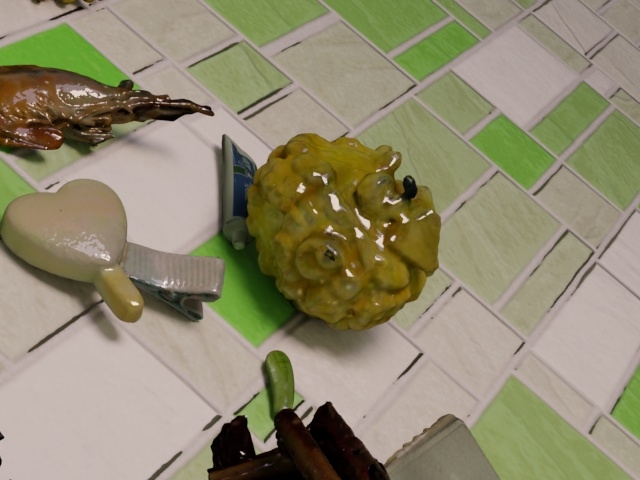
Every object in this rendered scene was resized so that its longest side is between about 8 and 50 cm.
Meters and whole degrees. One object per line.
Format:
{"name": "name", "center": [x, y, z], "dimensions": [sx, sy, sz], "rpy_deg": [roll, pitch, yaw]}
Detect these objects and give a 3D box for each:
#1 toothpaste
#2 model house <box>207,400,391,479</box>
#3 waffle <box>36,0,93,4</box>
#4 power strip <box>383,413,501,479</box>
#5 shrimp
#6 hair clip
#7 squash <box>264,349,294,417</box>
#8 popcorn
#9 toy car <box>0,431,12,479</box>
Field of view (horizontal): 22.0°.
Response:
{"name": "toothpaste", "center": [-0.088, -0.050, 1.793], "dimensions": [0.057, 0.035, 0.197], "rpy_deg": [41, 24, -26]}
{"name": "model house", "center": [-0.067, 0.268, 1.166], "dimensions": [0.283, 0.297, 0.317], "rpy_deg": [-24, 62, -8]}
{"name": "waffle", "center": [-0.329, -0.356, 1.926], "dimensions": [0.197, 0.070, 0.193], "rpy_deg": [3, 43, -44]}
{"name": "power strip", "center": [0.123, 0.284, 1.519], "dimensions": [0.213, 0.064, 0.198], "rpy_deg": [57, 31, 6]}
{"name": "shrimp", "center": [-0.238, -0.119, 1.702], "dimensions": [0.262, 0.066, 0.117], "rpy_deg": [8, 53, -19]}
{"name": "hair clip", "center": [-0.196, 0.019, 1.553], "dimensions": [0.219, 0.071, 0.159], "rpy_deg": [20, 36, -20]}
{"name": "squash", "center": [-0.038, 0.139, 1.590], "dimensions": [0.027, 0.027, 0.089], "rpy_deg": [21, 35, -27]}
{"name": "popcorn", "center": [0.028, -0.015, 1.707], "dimensions": [0.189, 0.169, 0.218], "rpy_deg": [-14, 75, -24]}
{"name": "toy car", "center": [-0.366, 0.142, 1.140], "dimensions": [0.301, 0.118, 0.193], "rpy_deg": [6, 34, -42]}
